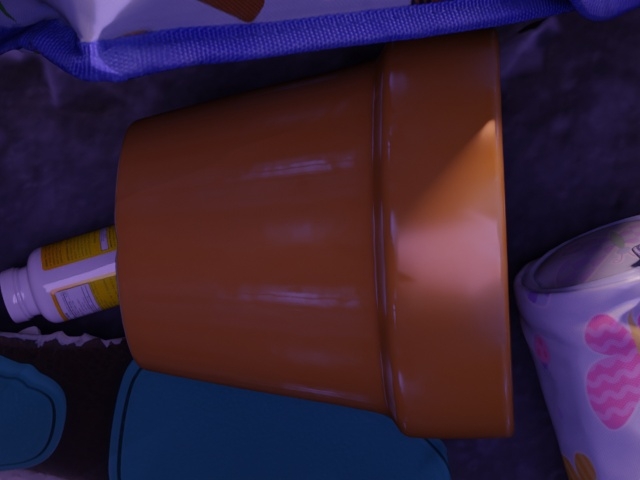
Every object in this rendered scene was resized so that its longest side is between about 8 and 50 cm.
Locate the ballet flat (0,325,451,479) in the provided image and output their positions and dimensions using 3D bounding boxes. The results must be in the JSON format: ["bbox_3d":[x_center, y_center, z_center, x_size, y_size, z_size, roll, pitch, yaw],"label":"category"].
[{"bbox_3d":[-0.127,0.122,1.055,0.409,0.147,0.147,12,103,0],"label":"ballet flat"}]

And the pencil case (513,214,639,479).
[{"bbox_3d":[0.194,0.120,1.052,0.124,0.113,0.273,-21,103,-21],"label":"pencil case"}]

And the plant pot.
[{"bbox_3d":[0.000,0.000,0.981,0.188,0.205,0.205,-3,103,5],"label":"plant pot"}]

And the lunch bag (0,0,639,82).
[{"bbox_3d":[0.012,-0.253,0.887,0.385,0.239,0.328,-10,104,-33],"label":"lunch bag"}]

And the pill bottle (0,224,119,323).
[{"bbox_3d":[-0.131,0.019,1.063,0.083,0.043,0.043,-16,102,4],"label":"pill bottle"}]
